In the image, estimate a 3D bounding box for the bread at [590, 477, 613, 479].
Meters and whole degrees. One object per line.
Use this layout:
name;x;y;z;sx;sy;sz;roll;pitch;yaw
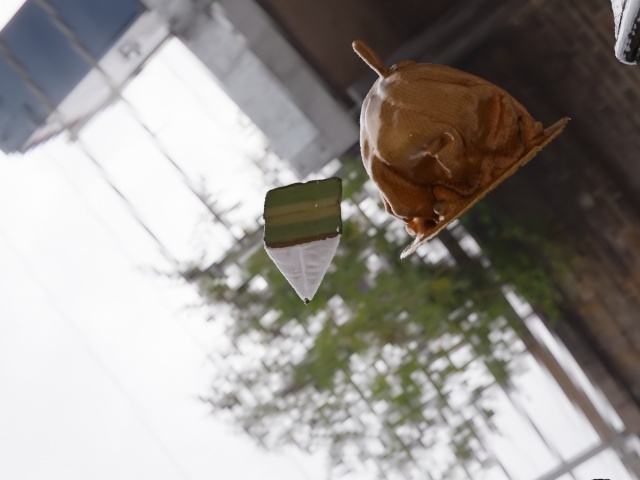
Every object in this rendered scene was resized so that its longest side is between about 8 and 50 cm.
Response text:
bread;0.315;0.338;1.590;0.099;0.235;0.210;-30;-68;-20

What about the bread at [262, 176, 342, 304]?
bread;0.001;0.003;1.816;0.139;0.084;0.074;58;-153;-55

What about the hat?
hat;0.120;-0.147;2.028;0.233;0.244;0.233;49;-126;-1

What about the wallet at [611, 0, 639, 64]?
wallet;0.336;-0.334;1.651;0.044;0.321;0.170;10;-138;-5
